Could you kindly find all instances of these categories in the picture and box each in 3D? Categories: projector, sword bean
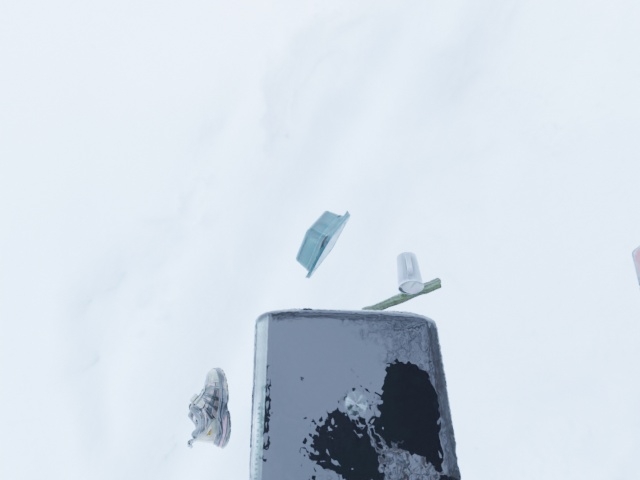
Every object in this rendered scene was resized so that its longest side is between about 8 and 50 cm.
[{"bbox_3d":[0.054,0.364,0.895,0.404,0.242,0.395,2,62,-9],"label":"projector"},{"bbox_3d":[0.245,0.176,1.262,0.269,0.043,0.038,-20,66,-8],"label":"sword bean"}]

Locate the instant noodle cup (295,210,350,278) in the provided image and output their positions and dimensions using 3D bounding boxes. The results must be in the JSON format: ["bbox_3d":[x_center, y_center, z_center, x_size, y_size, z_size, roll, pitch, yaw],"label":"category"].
[{"bbox_3d":[0.000,0.000,1.113,0.070,0.179,0.157,31,128,7],"label":"instant noodle cup"}]

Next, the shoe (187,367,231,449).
[{"bbox_3d":[-0.259,0.382,0.942,0.092,0.089,0.180,3,50,-23],"label":"shoe"}]

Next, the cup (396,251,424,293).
[{"bbox_3d":[0.259,0.088,1.214,0.074,0.104,0.116,-6,53,10],"label":"cup"}]

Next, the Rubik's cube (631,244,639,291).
[{"bbox_3d":[0.515,0.067,0.383,0.258,0.253,0.256,21,50,6],"label":"Rubik's cube"}]
